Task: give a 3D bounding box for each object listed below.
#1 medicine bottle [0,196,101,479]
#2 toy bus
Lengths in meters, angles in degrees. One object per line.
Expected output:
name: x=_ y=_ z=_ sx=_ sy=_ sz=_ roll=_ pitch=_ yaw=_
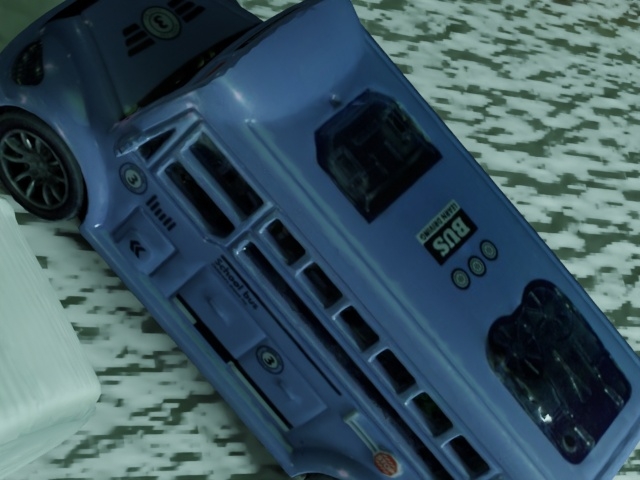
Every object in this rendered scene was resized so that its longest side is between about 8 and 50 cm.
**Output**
medicine bottle: x=-0.225 y=-0.044 z=0.444 sx=0.190 sy=0.190 sz=0.332 roll=-28 pitch=82 yaw=-42
toy bus: x=0.000 y=0.000 z=0.621 sx=0.292 sy=0.133 sz=0.125 roll=50 pitch=48 yaw=-2
